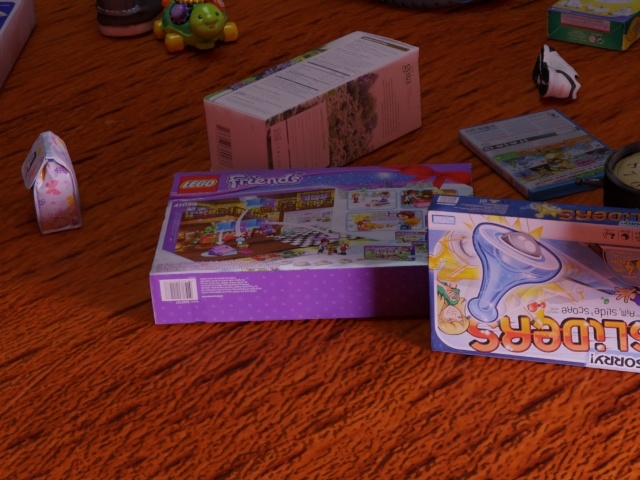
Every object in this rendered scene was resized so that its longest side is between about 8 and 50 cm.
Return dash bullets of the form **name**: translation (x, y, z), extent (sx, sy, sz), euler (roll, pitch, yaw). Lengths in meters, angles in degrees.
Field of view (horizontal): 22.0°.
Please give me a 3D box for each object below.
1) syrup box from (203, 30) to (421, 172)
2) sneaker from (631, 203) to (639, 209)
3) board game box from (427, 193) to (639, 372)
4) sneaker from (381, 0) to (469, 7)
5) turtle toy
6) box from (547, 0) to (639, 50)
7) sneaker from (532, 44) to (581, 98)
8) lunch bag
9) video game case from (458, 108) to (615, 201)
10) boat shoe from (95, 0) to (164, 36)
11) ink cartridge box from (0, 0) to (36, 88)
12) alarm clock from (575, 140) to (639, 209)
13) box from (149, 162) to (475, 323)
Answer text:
- **syrup box**: translation (-0.003, -0.135, 1.737), extent (0.096, 0.093, 0.237), euler (21, 37, 39)
- **sneaker**: translation (0.274, 0.000, 1.452), extent (0.235, 0.097, 0.084), euler (-14, 30, -18)
- **board game box**: translation (0.190, 0.036, 1.356), extent (0.201, 0.136, 0.035), euler (4, 29, 16)
- **sneaker**: translation (0.087, -0.388, 2.145), extent (0.341, 0.139, 0.125), euler (8, 28, 17)
- **turtle toy**: translation (-0.152, -0.274, 2.037), extent (0.095, 0.066, 0.130), euler (-13, 30, -17)
- **box**: translation (0.365, -0.289, 2.034), extent (0.105, 0.043, 0.179), euler (15, 32, 29)
- **sneaker**: translation (0.267, -0.187, 1.869), extent (0.044, 0.040, 0.109), euler (11, 31, -7)
- **lunch bag**: translation (-0.268, -0.060, 1.638), extent (0.053, 0.083, 0.071), euler (-9, 30, -10)
- **video game case**: translation (0.232, -0.090, 1.710), extent (0.119, 0.015, 0.166), euler (-13, 30, -18)
- **boat shoe**: translation (-0.224, -0.373, 2.198), extent (0.112, 0.095, 0.335), euler (1, 29, 9)
- **ink cartridge box**: translation (-0.463, -0.219, 1.975), extent (0.176, 0.069, 0.371), euler (-1, 26, 3)
- **alarm clock**: translation (0.352, -0.050, 1.570), extent (0.192, 0.064, 0.129), euler (-17, 31, -18)
- **box**: translation (0.000, 0.000, 1.524), extent (0.293, 0.057, 0.201), euler (-2, 29, 4)
